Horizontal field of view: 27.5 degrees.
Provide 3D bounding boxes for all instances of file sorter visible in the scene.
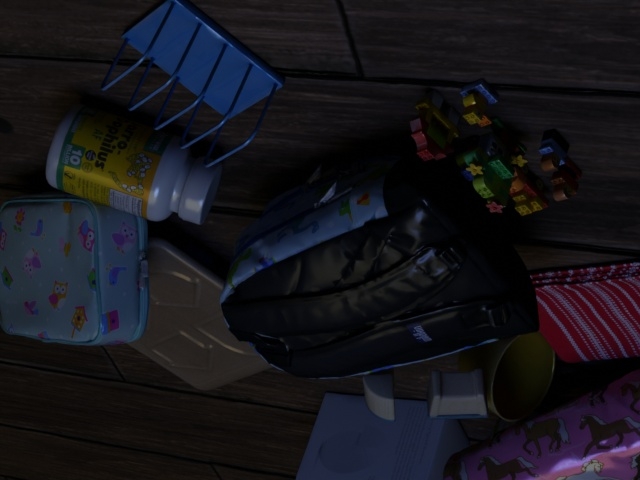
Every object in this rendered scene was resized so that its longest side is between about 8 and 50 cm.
[{"bbox_3d":[-0.154,-0.182,1.536,0.170,0.104,0.118,36,145,-24],"label":"file sorter"}]

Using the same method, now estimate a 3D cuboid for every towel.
[{"bbox_3d":[0.402,0.097,1.709,0.275,0.031,0.199,-8,138,37],"label":"towel"}]

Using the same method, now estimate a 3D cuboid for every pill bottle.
[{"bbox_3d":[-0.240,-0.093,1.702,0.208,0.117,0.117,19,148,3],"label":"pill bottle"}]

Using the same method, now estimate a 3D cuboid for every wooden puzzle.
[{"bbox_3d":[-0.208,0.106,2.026,0.348,0.080,0.322,32,147,-25],"label":"wooden puzzle"}]

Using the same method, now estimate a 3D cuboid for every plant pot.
[{"bbox_3d":[0.251,0.175,1.836,0.095,0.134,0.134,21,156,45],"label":"plant pot"}]

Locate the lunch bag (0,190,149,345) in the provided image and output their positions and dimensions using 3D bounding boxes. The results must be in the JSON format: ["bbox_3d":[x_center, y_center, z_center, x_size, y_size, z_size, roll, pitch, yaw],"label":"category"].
[{"bbox_3d":[-0.348,0.032,1.839,0.279,0.224,0.108,2,-179,45],"label":"lunch bag"}]

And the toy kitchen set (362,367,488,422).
[{"bbox_3d":[0.142,0.157,1.809,0.166,0.207,0.122,-3,145,3],"label":"toy kitchen set"}]

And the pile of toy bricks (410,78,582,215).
[{"bbox_3d":[0.201,-0.081,1.485,0.118,0.105,0.212,-18,132,44],"label":"pile of toy bricks"}]

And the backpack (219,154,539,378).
[{"bbox_3d":[0.047,0.042,1.643,0.356,0.273,0.290,-32,127,21],"label":"backpack"}]

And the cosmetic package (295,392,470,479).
[{"bbox_3d":[0.098,0.381,2.115,0.225,0.224,0.138,1,142,29],"label":"cosmetic package"}]

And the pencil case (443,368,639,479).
[{"bbox_3d":[0.362,0.303,1.813,0.386,0.160,0.167,-31,161,25],"label":"pencil case"}]

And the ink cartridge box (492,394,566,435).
[{"bbox_3d":[0.347,0.357,2.046,0.189,0.097,0.255,24,144,-4],"label":"ink cartridge box"}]
